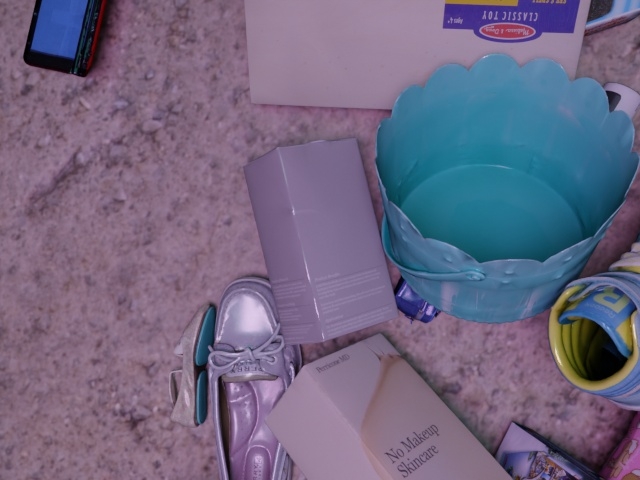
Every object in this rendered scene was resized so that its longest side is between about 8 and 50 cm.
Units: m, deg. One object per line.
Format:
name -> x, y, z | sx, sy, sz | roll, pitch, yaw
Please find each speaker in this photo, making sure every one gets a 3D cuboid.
speaker -> 0.359, -0.133, 0.846 | 0.055, 0.055, 0.136 | 31, 91, 2

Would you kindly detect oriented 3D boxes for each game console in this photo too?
game console -> -0.336, -0.299, 0.860 | 0.085, 0.124, 0.144 | 12, 90, -24

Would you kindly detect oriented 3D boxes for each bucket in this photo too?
bucket -> 0.195, -0.051, 0.740 | 0.281, 0.183, 0.281 | -3, 57, 5

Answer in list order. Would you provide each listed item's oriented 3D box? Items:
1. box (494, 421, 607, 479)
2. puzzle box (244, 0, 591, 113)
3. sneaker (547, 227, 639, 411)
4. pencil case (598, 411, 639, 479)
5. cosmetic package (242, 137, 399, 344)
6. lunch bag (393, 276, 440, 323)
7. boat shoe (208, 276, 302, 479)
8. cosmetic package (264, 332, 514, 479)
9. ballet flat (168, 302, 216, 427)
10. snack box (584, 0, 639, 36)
box -> 0.247, 0.364, 0.791 | 0.044, 0.159, 0.233 | 26, 91, -25
puzzle box -> 0.111, -0.290, 0.779 | 0.409, 0.052, 0.272 | 4, 122, 6
sneaker -> 0.357, 0.034, 0.688 | 0.127, 0.208, 0.319 | 24, 97, 47
pencil case -> 0.415, 0.316, 0.787 | 0.160, 0.167, 0.386 | 30, 92, 21
cosmetic package -> 0.000, 0.000, 0.811 | 0.127, 0.107, 0.238 | -10, 84, -34
lunch bag -> 0.135, 0.062, 0.844 | 0.065, 0.067, 0.098 | 27, 90, 2
boat shoe -> -0.086, 0.207, 0.833 | 0.118, 0.103, 0.320 | 1, 89, 2
cosmetic package -> 0.100, 0.268, 0.736 | 0.309, 0.160, 0.113 | 48, 125, 22
ballet flat -> -0.175, 0.165, 0.862 | 0.052, 0.057, 0.168 | 6, 89, 12
snack box -> 0.278, -0.416, 0.848 | 0.187, 0.060, 0.322 | -18, 89, 3
